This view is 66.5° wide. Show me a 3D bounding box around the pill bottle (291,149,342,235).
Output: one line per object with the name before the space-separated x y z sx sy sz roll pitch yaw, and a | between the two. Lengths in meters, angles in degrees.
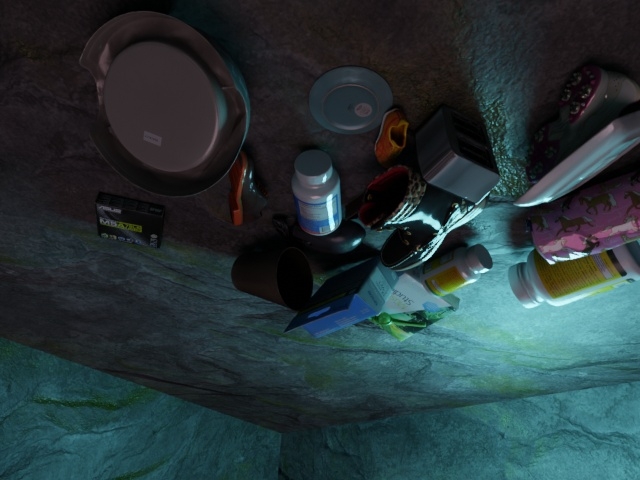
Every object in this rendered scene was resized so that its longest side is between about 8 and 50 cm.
pill bottle | -0.009 -0.123 1.253 0.124 0.124 0.222 0 144 5

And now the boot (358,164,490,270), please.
boot | 0.213 -0.051 1.259 0.284 0.138 0.377 6 146 -38

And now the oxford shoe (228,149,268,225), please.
oxford shoe | -0.188 -0.142 1.290 0.098 0.097 0.271 -9 153 -17

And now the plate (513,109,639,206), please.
plate | 0.593 -0.175 1.062 0.277 0.045 0.278 -20 159 -36

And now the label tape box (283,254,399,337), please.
label tape box | 0.074 0.196 1.507 0.249 0.348 0.115 -27 101 32

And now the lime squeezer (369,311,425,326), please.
lime squeezer | 0.214 0.246 1.723 0.310 0.059 0.110 32 108 -2

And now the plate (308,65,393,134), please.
plate | 0.066 -0.299 1.080 0.188 0.024 0.188 3 144 2

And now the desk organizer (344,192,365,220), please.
desk organizer | 0.124 -0.094 1.345 0.047 0.050 0.130 26 140 -28

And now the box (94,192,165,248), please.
box | -0.571 -0.055 1.469 0.190 0.045 0.184 13 147 -14

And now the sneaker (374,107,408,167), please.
sneaker | 0.165 -0.223 1.135 0.064 0.068 0.175 -15 148 -7

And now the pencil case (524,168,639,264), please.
pencil case | 0.725 -0.073 1.226 0.386 0.160 0.167 -23 116 33

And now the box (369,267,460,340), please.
box | 0.296 0.226 1.729 0.232 0.059 0.322 35 139 -9

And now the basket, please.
basket | -0.160 0.112 1.535 0.226 0.154 0.205 3 120 41

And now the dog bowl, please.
dog bowl | -0.300 -0.266 0.974 0.348 0.102 0.349 6 117 13

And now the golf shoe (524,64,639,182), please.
golf shoe | 0.561 -0.230 1.064 0.140 0.115 0.306 4 147 -7

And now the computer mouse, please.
computer mouse | 0.000 0.000 1.444 0.272 0.072 0.188 -3 145 22

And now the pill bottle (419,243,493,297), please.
pill bottle | 0.425 0.091 1.529 0.117 0.118 0.208 26 139 -29

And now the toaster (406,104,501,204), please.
toaster | 0.298 -0.193 1.091 0.185 0.168 0.110 19 139 -22

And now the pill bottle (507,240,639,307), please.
pill bottle | 0.733 0.078 1.422 0.187 0.188 0.333 28 138 -31
